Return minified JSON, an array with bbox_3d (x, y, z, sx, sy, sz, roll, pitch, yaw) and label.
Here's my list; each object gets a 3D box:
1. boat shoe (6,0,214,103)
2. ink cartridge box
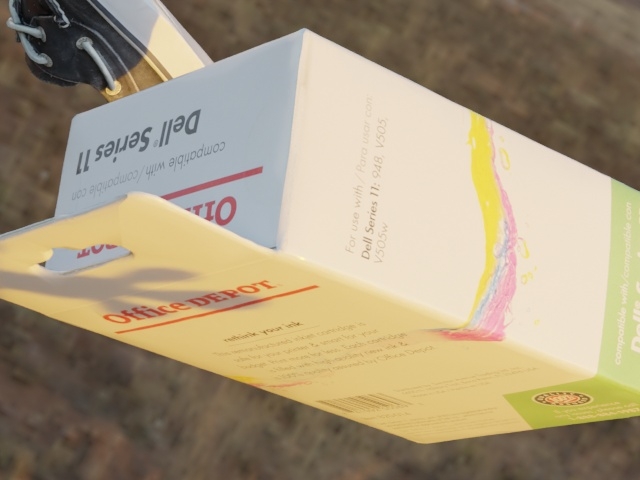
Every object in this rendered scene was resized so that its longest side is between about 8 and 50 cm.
[{"bbox_3d":[-0.170,-0.156,1.380,0.108,0.102,0.301,56,5,36],"label":"boat shoe"},{"bbox_3d":[0.000,0.000,1.018,0.353,0.119,0.207,22,-24,-36],"label":"ink cartridge box"}]
